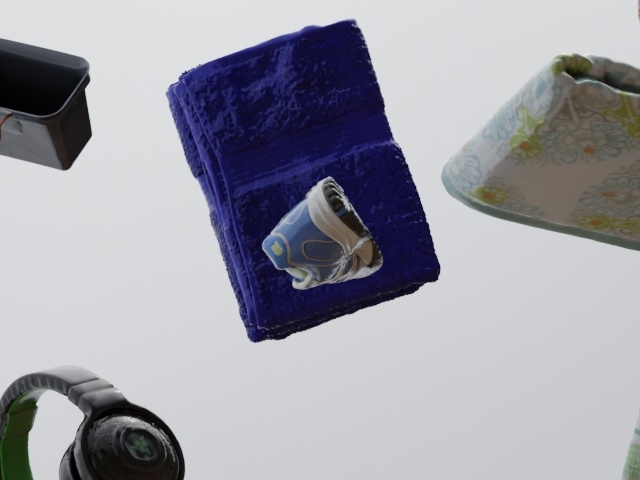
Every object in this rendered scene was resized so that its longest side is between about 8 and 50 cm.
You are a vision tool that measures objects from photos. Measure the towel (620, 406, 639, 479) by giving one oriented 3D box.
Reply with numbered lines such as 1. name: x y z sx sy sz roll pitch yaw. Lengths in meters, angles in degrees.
1. towel: 0.283 0.161 1.211 0.023 0.113 0.152 13 -89 -60

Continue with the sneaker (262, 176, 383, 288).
1. sneaker: 0.000 0.000 1.409 0.081 0.080 0.211 -34 -15 2

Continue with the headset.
1. headset: -0.214 0.298 1.812 0.185 0.394 0.243 -11 -50 -45

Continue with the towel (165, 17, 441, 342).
1. towel: -0.023 -0.066 1.718 0.228 0.308 0.076 -21 -9 11

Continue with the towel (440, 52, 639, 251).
1. towel: 0.385 -0.108 2.075 0.374 0.090 0.320 12 -30 -18

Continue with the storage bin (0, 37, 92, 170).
1. storage bin: -0.279 -0.118 1.516 0.091 0.135 0.098 81 -151 -48

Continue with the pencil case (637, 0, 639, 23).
1. pencil case: 0.335 -0.187 1.282 0.284 0.124 0.124 -16 -47 -64
